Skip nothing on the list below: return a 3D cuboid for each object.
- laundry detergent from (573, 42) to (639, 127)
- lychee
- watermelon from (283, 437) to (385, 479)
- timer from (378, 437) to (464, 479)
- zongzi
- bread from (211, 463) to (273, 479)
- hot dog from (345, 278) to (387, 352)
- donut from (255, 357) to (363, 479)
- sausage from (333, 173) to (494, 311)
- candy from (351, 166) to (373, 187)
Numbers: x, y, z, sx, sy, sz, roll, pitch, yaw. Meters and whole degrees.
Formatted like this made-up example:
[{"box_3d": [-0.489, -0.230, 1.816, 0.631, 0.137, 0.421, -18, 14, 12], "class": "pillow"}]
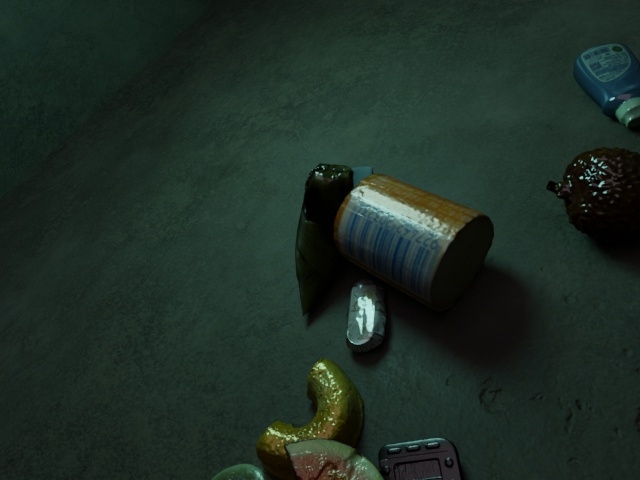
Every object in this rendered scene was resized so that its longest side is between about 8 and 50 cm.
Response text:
[{"box_3d": [0.777, -0.398, 1.252, 0.144, 0.094, 0.289, -9, 51, 10], "class": "laundry detergent"}, {"box_3d": [0.599, -0.097, 1.005, 0.238, 0.200, 0.200, 6, 53, 11], "class": "lychee"}, {"box_3d": [0.011, 0.426, 0.848, 0.193, 0.137, 0.145, -49, 47, 18], "class": "watermelon"}, {"box_3d": [0.181, 0.447, 0.830, 0.144, 0.055, 0.187, -15, 51, 16], "class": "timer"}, {"box_3d": [0.000, 0.000, 1.153, 0.139, 0.286, 0.300, 13, 55, 3], "class": "zongzi"}, {"box_3d": [-0.164, 0.503, 0.956, 0.193, 0.036, 0.112, -10, 47, 17], "class": "bread"}, {"box_3d": [0.104, 0.168, 1.106, 0.099, 0.053, 0.192, -10, 46, 16], "class": "hot dog"}, {"box_3d": [0.000, 0.368, 0.960, 0.152, 0.101, 0.259, 23, 60, 31], "class": "donut"}, {"box_3d": [0.203, -0.003, 1.079, 0.287, 0.233, 0.233, 28, 67, 39], "class": "sausage"}, {"box_3d": [0.081, -0.135, 1.363, 0.138, 0.071, 0.174, -8, 48, 20], "class": "candy"}]
